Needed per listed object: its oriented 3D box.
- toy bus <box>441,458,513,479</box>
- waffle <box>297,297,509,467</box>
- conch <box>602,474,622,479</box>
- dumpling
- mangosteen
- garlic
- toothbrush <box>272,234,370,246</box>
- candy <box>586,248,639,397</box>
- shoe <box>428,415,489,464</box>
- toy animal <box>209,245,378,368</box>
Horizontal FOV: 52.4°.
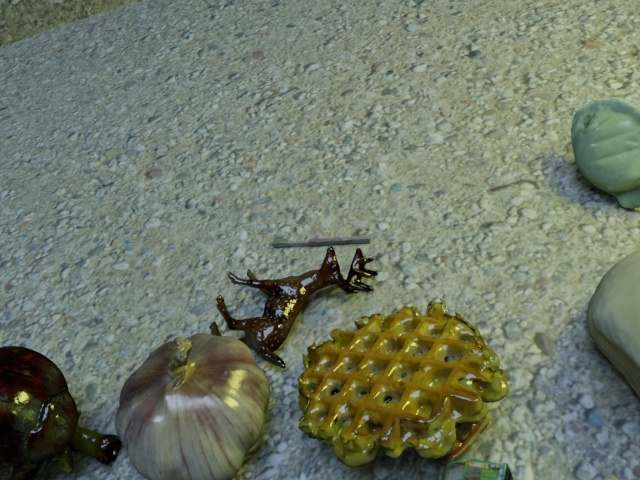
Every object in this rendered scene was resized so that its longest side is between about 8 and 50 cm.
[{"bbox_3d":[0.175,0.398,0.791,0.109,0.091,0.261,3,48,28],"label":"toy bus"},{"bbox_3d":[0.103,0.200,0.956,0.302,0.068,0.325,-22,24,-2],"label":"waffle"},{"bbox_3d":[0.281,0.396,0.695,0.149,0.183,0.275,-22,55,45],"label":"conch"},{"bbox_3d":[0.540,-0.162,1.166,0.153,0.108,0.219,-37,67,29],"label":"dumpling"},{"bbox_3d":[-0.462,0.298,1.014,0.289,0.231,0.231,29,53,-10],"label":"mangosteen"},{"bbox_3d":[-0.194,0.220,0.956,0.245,0.253,0.245,-2,48,3],"label":"garlic"},{"bbox_3d":[0.000,0.002,1.254,0.194,0.014,0.017,-2,48,15],"label":"toothbrush"},{"bbox_3d":[0.598,0.124,0.857,0.427,0.186,0.386,-8,43,4],"label":"candy"},{"bbox_3d":[0.183,0.264,0.923,0.109,0.072,0.069,-32,86,-8],"label":"shoe"},{"bbox_3d":[-0.047,0.108,1.142,0.260,0.087,0.243,13,67,25],"label":"toy animal"}]
